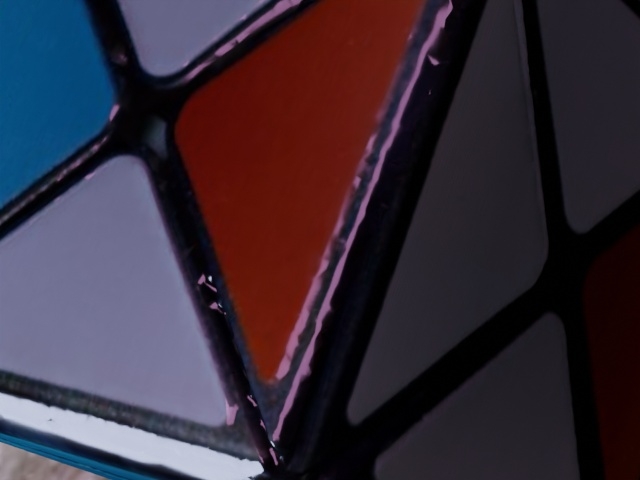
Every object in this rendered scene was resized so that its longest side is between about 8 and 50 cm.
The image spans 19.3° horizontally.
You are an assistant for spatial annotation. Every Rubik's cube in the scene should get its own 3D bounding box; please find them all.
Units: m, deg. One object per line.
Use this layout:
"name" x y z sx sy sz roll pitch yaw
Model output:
"Rubik's cube" 0.000 -0.001 0.790 0.246 0.248 0.250 9 74 39
